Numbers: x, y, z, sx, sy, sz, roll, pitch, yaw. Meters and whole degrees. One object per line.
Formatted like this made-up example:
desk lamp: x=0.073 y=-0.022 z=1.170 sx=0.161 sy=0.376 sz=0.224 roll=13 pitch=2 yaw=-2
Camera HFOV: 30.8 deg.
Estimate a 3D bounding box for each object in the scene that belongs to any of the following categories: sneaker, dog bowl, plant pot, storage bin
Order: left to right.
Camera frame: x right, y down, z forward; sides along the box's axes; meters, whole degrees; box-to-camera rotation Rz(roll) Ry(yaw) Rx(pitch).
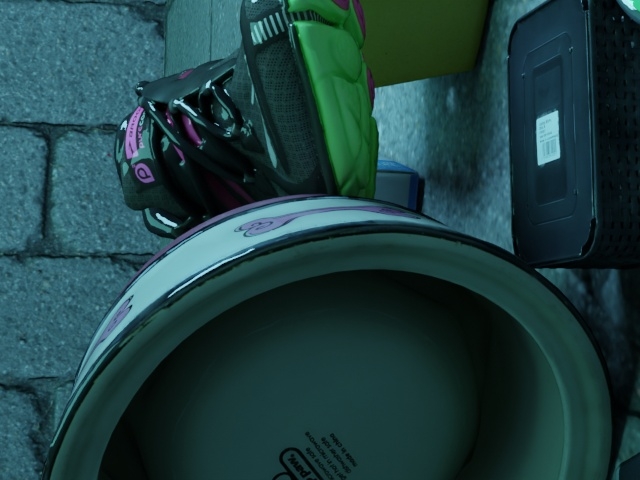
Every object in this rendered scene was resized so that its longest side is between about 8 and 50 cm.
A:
sneaker: x=-0.072 y=-0.075 z=1.000 sx=0.483 sy=0.202 sz=0.185 roll=123 pitch=143 yaw=-69
dog bowl: x=-0.001 y=0.147 z=0.860 sx=0.150 sy=0.408 sz=0.408 roll=-121 pitch=35 yaw=-61
plant pot: x=0.049 y=-0.248 z=1.118 sx=0.212 sy=0.212 sz=0.187 roll=-142 pitch=40 yaw=-70
storage bin: x=0.190 y=-0.073 z=0.792 sx=0.122 sy=0.084 sz=0.180 roll=160 pitch=111 yaw=-73

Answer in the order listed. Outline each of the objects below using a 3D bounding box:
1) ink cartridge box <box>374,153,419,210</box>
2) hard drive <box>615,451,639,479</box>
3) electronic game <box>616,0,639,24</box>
ink cartridge box: x=0.000 y=0.000 z=1.373 sx=0.307 sy=0.129 sz=0.223 roll=-140 pitch=52 yaw=-71
hard drive: x=0.239 y=0.223 z=0.654 sx=0.172 sy=0.054 sz=0.255 roll=120 pitch=147 yaw=-60
electronic game: x=0.233 y=-0.228 z=0.659 sx=0.229 sy=0.048 sz=0.229 roll=-171 pitch=90 yaw=-67
